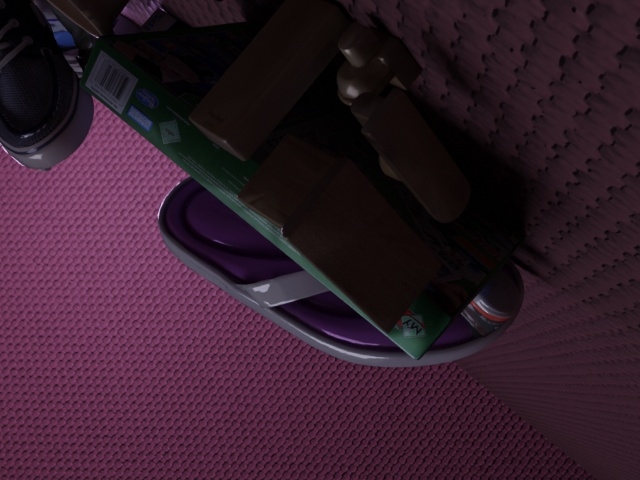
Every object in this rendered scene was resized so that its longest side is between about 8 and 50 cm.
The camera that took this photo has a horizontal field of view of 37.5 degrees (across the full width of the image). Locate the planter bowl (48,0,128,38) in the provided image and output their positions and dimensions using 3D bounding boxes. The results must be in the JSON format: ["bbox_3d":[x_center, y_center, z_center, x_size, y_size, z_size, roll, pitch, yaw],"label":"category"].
[{"bbox_3d":[-0.185,-0.240,0.676,0.162,0.109,0.162,39,176,3],"label":"planter bowl"}]

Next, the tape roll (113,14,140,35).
[{"bbox_3d":[-0.272,-0.266,1.513,0.219,0.072,0.219,40,176,4],"label":"tape roll"}]

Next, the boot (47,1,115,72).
[{"bbox_3d":[-0.258,-0.244,1.069,0.246,0.083,0.161,-131,24,-70],"label":"boot"}]

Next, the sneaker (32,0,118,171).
[{"bbox_3d":[-0.391,-0.224,1.401,0.322,0.237,0.130,0,-170,45],"label":"sneaker"}]

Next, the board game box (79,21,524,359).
[{"bbox_3d":[-0.002,-0.058,0.738,0.317,0.046,0.213,39,-154,11],"label":"board game box"}]

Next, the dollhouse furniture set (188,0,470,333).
[{"bbox_3d":[0.013,-0.055,0.619,0.151,0.144,0.123,34,172,45],"label":"dollhouse furniture set"}]

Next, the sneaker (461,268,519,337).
[{"bbox_3d":[0.112,0.021,0.847,0.158,0.061,0.065,60,142,30],"label":"sneaker"}]

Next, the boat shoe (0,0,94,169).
[{"bbox_3d":[-0.382,-0.226,1.117,0.158,0.127,0.340,51,-179,-45],"label":"boat shoe"}]

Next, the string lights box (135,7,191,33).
[{"bbox_3d":[-0.107,-0.159,1.097,0.259,0.077,0.133,37,175,35],"label":"string lights box"}]

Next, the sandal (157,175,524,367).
[{"bbox_3d":[-0.006,0.013,0.946,0.416,0.169,0.102,15,152,27],"label":"sandal"}]
